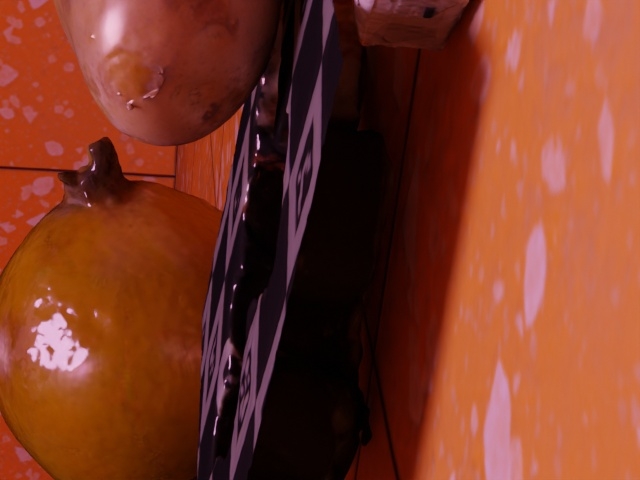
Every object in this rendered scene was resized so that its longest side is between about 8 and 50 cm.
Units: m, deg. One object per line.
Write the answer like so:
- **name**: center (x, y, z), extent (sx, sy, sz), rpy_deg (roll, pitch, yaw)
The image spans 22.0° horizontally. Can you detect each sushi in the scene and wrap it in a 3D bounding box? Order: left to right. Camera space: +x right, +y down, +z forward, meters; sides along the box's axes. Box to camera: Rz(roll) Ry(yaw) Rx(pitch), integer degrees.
- **sushi**: center (0.000, 0.000, 0.772), extent (0.339, 0.069, 0.320), rpy_deg (-96, 17, -61)

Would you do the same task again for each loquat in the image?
- **loquat**: center (-0.121, 0.050, 1.070), extent (0.213, 0.213, 0.246), rpy_deg (-112, 9, -72)

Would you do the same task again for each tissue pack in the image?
- **tissue pack**: center (0.033, -0.118, 0.603), extent (0.062, 0.042, 0.083), rpy_deg (108, 163, -75)

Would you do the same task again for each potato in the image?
- **potato**: center (-0.070, -0.118, 0.751), extent (0.118, 0.109, 0.178), rpy_deg (-43, 29, 22)
